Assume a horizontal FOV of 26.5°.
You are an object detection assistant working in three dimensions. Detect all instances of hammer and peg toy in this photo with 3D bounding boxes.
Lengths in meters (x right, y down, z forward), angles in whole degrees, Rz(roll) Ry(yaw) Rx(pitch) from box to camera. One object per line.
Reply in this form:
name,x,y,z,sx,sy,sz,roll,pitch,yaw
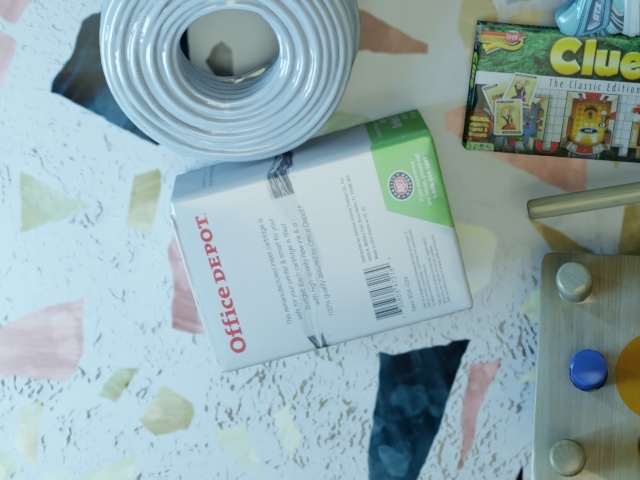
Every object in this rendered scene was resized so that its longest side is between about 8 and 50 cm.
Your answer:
hammer and peg toy,0.348,0.088,1.417,0.266,0.127,0.361,1,79,12

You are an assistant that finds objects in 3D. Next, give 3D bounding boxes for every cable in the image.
cable,-0.087,-0.198,1.333,0.257,0.089,0.257,16,121,-14

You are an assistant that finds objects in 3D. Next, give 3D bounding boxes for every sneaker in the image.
sneaker,0.255,-0.329,1.321,0.122,0.110,0.283,-11,104,14

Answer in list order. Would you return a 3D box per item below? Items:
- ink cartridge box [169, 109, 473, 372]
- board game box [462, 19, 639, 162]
ink cartridge box,0.000,0.000,1.413,0.273,0.115,0.198,-14,108,2
board game box,0.285,-0.152,1.420,0.260,0.030,0.136,3,106,-4
